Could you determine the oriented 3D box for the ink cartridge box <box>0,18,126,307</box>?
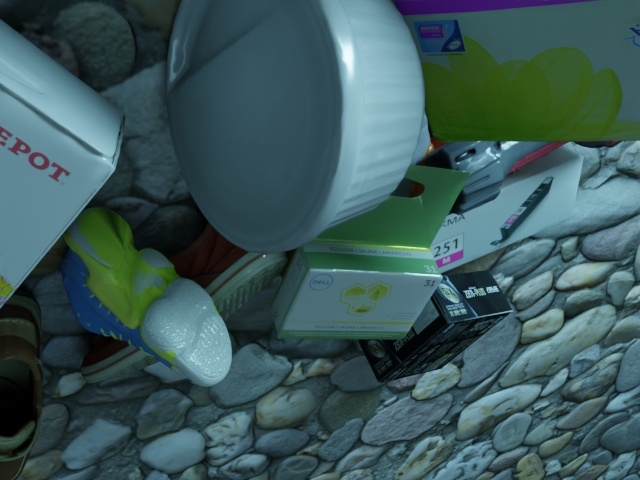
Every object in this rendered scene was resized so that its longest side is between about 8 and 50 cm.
[{"bbox_3d":[-0.345,-0.042,0.698,0.226,0.131,0.306,37,107,-24],"label":"ink cartridge box"}]

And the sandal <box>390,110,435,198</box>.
[{"bbox_3d":[0.085,-0.101,0.988,0.102,0.076,0.265,-35,132,-35],"label":"sandal"}]

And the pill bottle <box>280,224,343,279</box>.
[{"bbox_3d":[0.000,0.000,1.014,0.117,0.117,0.208,-23,139,-10],"label":"pill bottle"}]

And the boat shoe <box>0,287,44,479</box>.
[{"bbox_3d":[-0.388,0.202,0.976,0.122,0.120,0.324,-6,134,-27],"label":"boat shoe"}]

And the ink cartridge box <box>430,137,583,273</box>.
[{"bbox_3d":[0.228,-0.080,1.122,0.275,0.060,0.239,-22,140,-11],"label":"ink cartridge box"}]

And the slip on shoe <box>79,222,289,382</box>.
[{"bbox_3d":[-0.179,0.073,1.001,0.331,0.101,0.123,-39,167,27],"label":"slip on shoe"}]

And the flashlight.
[{"bbox_3d":[0.268,-0.120,1.015,0.304,0.103,0.103,-28,-178,-20],"label":"flashlight"}]

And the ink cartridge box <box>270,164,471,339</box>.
[{"bbox_3d":[0.058,0.019,0.929,0.171,0.056,0.235,4,135,-24],"label":"ink cartridge box"}]

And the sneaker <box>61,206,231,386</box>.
[{"bbox_3d":[-0.199,0.078,0.914,0.091,0.240,0.126,-31,168,-45],"label":"sneaker"}]

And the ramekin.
[{"bbox_3d":[-0.022,-0.132,0.766,0.127,0.273,0.273,-12,138,-39],"label":"ramekin"}]

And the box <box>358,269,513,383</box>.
[{"bbox_3d":[0.170,0.128,1.238,0.147,0.077,0.180,-4,147,-40],"label":"box"}]

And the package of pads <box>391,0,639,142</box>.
[{"bbox_3d":[0.224,-0.193,0.752,0.296,0.101,0.229,3,141,27],"label":"package of pads"}]

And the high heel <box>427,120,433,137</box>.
[{"bbox_3d":[0.172,-0.238,0.940,0.261,0.093,0.186,-31,114,26],"label":"high heel"}]
